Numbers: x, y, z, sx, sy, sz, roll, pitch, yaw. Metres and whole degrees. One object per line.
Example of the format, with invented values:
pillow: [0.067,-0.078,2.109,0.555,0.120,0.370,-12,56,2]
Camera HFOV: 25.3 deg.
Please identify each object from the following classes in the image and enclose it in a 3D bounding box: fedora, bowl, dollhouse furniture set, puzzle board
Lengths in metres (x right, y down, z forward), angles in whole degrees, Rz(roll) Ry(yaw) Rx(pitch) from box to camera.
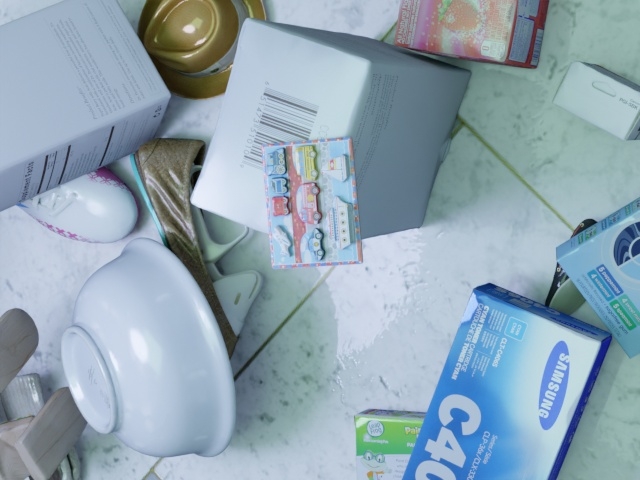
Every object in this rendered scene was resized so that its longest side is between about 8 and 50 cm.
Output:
fedora: [-0.167,-0.276,1.859,0.194,0.079,0.194,2,94,23]
bowl: [-0.239,0.156,1.809,0.298,0.134,0.298,37,137,45]
dollhouse furniture set: [-0.545,0.138,1.944,0.362,0.256,0.394,-16,113,28]
puzzle board: [-0.009,-0.037,1.436,0.096,0.011,0.128,-4,95,19]

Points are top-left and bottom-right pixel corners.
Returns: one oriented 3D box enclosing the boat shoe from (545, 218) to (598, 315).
boat shoe: [0.305,0.036,1.710,0.042,0.049,0.133,52,125,48]

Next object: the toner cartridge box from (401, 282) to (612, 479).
toner cartridge box: [0.203,0.242,1.690,0.165,0.075,0.348,22,101,19]

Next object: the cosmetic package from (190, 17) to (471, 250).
cosmetic package: [0.026,-0.123,1.627,0.156,0.385,0.217,21,100,18]

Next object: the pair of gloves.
pair of gloves: [-0.449,0.307,2.035,0.240,0.042,0.204,-23,90,27]

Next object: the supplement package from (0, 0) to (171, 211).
supplement package: [-0.370,-0.168,1.819,0.293,0.175,0.177,-26,81,-22]

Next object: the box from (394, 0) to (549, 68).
box: [0.195,-0.359,1.666,0.142,0.154,0.300,12,99,21]

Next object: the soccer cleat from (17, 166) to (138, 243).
soccer cleat: [-0.406,-0.085,1.935,0.331,0.143,0.116,28,103,18]

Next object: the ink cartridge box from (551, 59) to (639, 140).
ink cartridge box: [0.331,-0.160,1.633,0.099,0.135,0.056,31,105,18]

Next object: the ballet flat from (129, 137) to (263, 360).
ballet flat: [-0.147,0.022,1.870,0.124,0.116,0.342,-17,83,3]

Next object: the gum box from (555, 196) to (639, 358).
gum box: [0.391,0.027,1.641,0.184,0.041,0.157,-33,105,20]

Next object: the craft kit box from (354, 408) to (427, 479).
craft kit box: [0.166,0.341,1.780,0.249,0.061,0.247,1,97,22]
